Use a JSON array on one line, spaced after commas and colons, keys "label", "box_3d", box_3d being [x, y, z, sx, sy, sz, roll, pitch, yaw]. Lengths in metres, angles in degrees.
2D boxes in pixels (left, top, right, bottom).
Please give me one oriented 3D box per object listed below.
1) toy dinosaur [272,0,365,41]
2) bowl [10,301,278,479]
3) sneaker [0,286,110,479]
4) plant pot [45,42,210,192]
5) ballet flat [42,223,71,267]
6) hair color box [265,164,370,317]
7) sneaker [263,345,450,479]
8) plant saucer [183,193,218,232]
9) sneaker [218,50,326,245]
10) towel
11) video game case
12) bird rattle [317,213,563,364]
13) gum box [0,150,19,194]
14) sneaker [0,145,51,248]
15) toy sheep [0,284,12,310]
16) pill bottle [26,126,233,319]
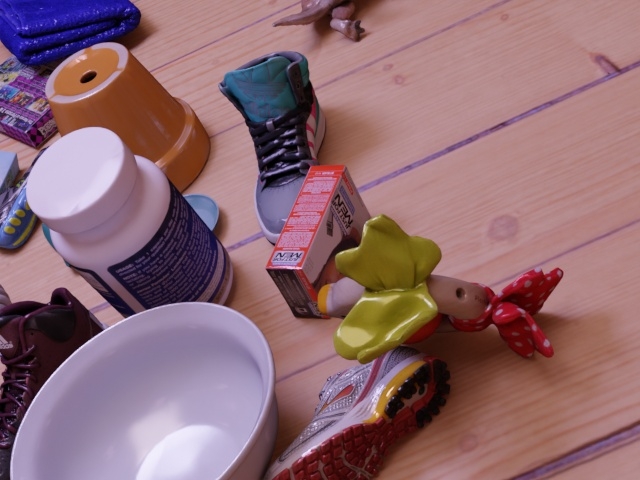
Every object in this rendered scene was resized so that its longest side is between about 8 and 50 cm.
[{"label": "toy dinosaur", "box_3d": [0.028, -0.416, 1.778, 0.295, 0.127, 0.200, -49, 36, -6]}, {"label": "bowl", "box_3d": [-0.160, 0.218, 1.206, 0.298, 0.134, 0.297, -17, 40, 15]}, {"label": "sneaker", "box_3d": [-0.364, 0.170, 1.347, 0.106, 0.162, 0.281, 8, 52, 34]}, {"label": "plant pot", "box_3d": [-0.288, -0.169, 1.634, 0.205, 0.188, 0.205, -15, 42, 14]}, {"label": "ballet flat", "box_3d": [-0.353, 0.004, 1.614, 0.041, 0.041, 0.114, -37, 42, -10]}, {"label": "hair color box", "box_3d": [0.000, 0.000, 1.378, 0.053, 0.093, 0.167, 0, 49, 29]}, {"label": "sneaker", "box_3d": [0.029, 0.191, 1.183, 0.225, 0.088, 0.093, -36, 36, -24]}, {"label": "plant saucer", "box_3d": [-0.187, -0.013, 1.547, 0.119, 0.021, 0.119, -16, 42, 14]}, {"label": "sneaker", "box_3d": [-0.056, -0.144, 1.491, 0.124, 0.178, 0.295, -16, 42, 13]}, {"label": "towel", "box_3d": [-0.461, -0.406, 2.009, 0.228, 0.076, 0.308, -24, 34, -17]}, {"label": "video game case", "box_3d": [-0.470, -0.260, 1.938, 0.232, 0.041, 0.210, 22, 59, 42]}, {"label": "bird rattle", "box_3d": [0.113, 0.057, 1.190, 0.207, 0.254, 0.143, -12, 77, 56]}, {"label": "gum box", "box_3d": [-0.562, -0.069, 1.748, 0.157, 0.041, 0.184, 8, 48, 3]}, {"label": "sneaker", "box_3d": [-0.442, -0.070, 1.709, 0.078, 0.067, 0.188, 8, 55, 26]}, {"label": "toy sheep", "box_3d": [-0.455, 0.093, 1.540, 0.132, 0.091, 0.091, 33, 67, 30]}, {"label": "pill bottle", "box_3d": [-0.222, -0.006, 1.359, 0.153, 0.264, 0.153, -12, 54, 17]}]
